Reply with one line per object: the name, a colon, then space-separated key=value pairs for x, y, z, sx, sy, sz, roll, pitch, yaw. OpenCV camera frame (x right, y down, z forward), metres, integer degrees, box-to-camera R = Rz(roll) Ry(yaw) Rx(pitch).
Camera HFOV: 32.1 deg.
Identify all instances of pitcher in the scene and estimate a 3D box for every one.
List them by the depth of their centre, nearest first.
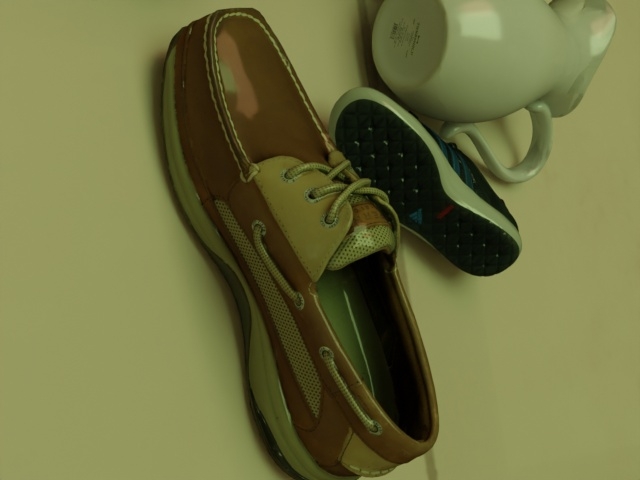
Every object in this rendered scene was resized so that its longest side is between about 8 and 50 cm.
pitcher: x=0.139 y=-0.133 z=0.920 sx=0.207 sy=0.125 sz=0.178 roll=-2 pitch=109 yaw=-42

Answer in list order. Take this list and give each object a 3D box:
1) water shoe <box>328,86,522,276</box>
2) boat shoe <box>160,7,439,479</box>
water shoe: x=0.078 y=-0.051 z=0.877 sx=0.203 sy=0.073 sz=0.080 roll=44 pitch=24 yaw=-25
boat shoe: x=0.000 y=0.000 z=0.731 sx=0.122 sy=0.120 sz=0.324 roll=-21 pitch=92 yaw=-46
